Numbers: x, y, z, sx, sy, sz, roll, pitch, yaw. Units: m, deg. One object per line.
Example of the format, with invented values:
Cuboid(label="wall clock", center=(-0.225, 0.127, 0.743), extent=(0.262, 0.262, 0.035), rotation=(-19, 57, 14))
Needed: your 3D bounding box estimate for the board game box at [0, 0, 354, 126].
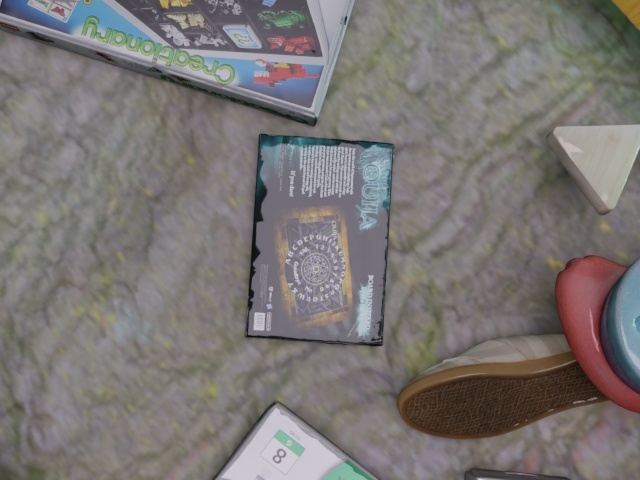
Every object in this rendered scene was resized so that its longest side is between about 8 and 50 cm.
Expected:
Cuboid(label="board game box", center=(-0.121, -0.241, 1.152), extent=(0.305, 0.053, 0.193), rotation=(17, 84, -1))

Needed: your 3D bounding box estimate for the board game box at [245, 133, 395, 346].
Cuboid(label="board game box", center=(0.000, 0.000, 1.154), extent=(0.126, 0.026, 0.186), rotation=(4, 85, -3))

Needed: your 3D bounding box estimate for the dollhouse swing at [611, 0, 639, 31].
Cuboid(label="dollhouse swing", center=(0.428, -0.315, 1.129), extent=(0.347, 0.315, 0.305), rotation=(49, 124, 10))

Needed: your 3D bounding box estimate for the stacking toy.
Cuboid(label="stacking toy", center=(0.349, -0.009, 1.041), extent=(0.309, 0.130, 0.279), rotation=(-13, 79, -13))

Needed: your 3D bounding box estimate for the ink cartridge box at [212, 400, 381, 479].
Cuboid(label="ink cartridge box", center=(-0.037, 0.284, 1.120), extent=(0.181, 0.056, 0.224), rotation=(37, 83, 0))

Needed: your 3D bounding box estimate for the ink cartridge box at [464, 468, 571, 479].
Cuboid(label="ink cartridge box", center=(0.175, 0.277, 1.127), extent=(0.099, 0.056, 0.135), rotation=(5, 86, -2))

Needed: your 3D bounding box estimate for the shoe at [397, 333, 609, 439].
Cuboid(label="shoe", center=(0.176, 0.126, 1.145), extent=(0.219, 0.058, 0.076), rotation=(-10, 117, 0))
